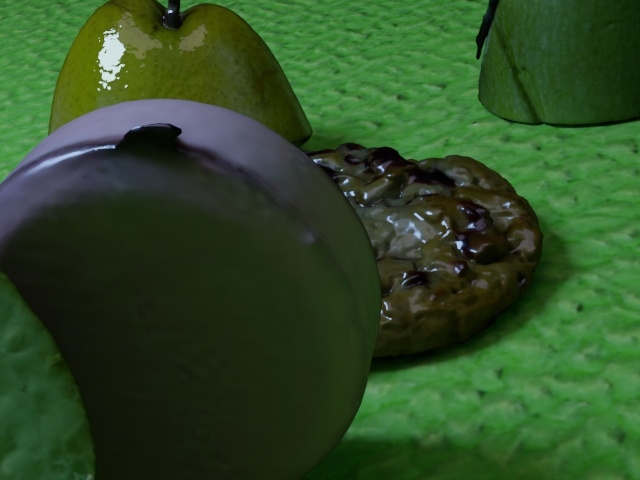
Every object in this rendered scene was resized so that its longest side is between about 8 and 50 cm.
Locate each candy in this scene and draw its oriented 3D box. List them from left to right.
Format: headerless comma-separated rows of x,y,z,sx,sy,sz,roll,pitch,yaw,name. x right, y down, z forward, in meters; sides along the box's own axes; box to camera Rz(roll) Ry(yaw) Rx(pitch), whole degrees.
-0.086,0.035,0.705,0.255,0.255,0.094,-4,27,12,candy

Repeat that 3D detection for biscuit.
-0.001,-0.002,0.947,0.334,0.081,0.289,-10,28,-4,biscuit

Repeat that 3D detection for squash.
0.266,-0.287,1.153,0.233,0.309,0.210,-27,31,-30,squash

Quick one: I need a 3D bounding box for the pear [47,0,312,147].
-0.152,-0.142,1.141,0.267,0.178,0.267,-14,12,3,pear

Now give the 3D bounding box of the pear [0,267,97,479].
-0.237,0.129,0.606,0.292,0.292,0.159,-33,-8,-37,pear
